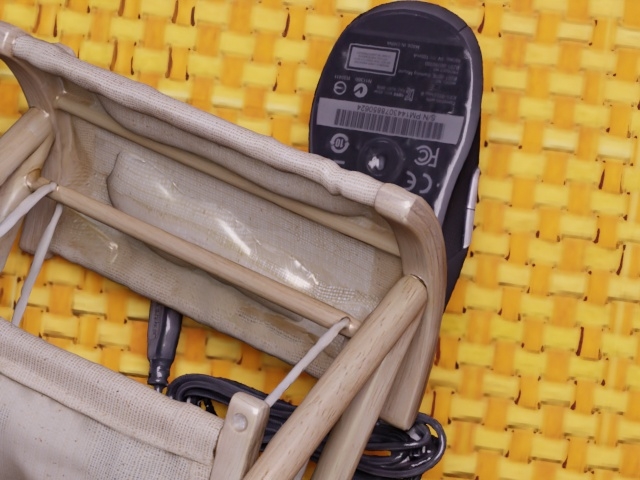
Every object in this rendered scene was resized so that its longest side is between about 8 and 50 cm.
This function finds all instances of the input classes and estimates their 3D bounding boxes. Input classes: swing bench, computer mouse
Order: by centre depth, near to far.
[{"bbox_3d":[-0.099,0.060,0.935,0.253,0.165,0.255,25,74,24],"label":"swing bench"},{"bbox_3d":[0.000,0.000,1.029,0.184,0.060,0.262,4,83,23],"label":"computer mouse"}]
